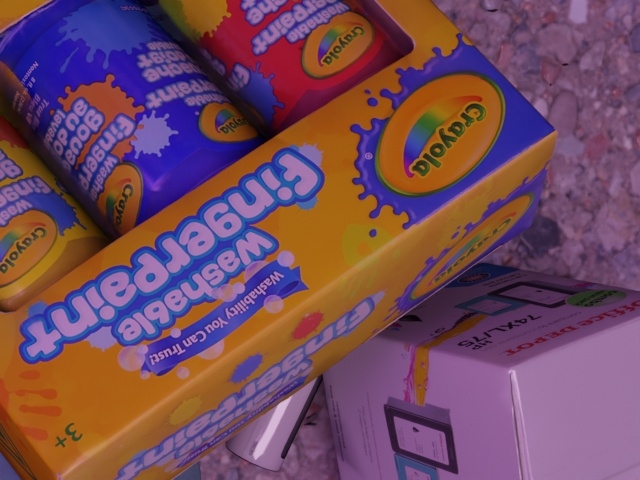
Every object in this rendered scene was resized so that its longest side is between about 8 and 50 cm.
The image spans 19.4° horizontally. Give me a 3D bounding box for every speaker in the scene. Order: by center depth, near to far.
[{"bbox_3d":[-0.032,0.133,1.666,0.055,0.055,0.136,25,92,-19],"label":"speaker"}]

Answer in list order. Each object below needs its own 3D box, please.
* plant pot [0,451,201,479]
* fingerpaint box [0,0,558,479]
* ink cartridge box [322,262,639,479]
[{"bbox_3d":[-0.248,0.197,1.515,0.255,0.272,0.271,-24,107,-32],"label":"plant pot"},{"bbox_3d":[-0.113,-0.056,1.411,0.445,0.163,0.371,-34,69,-18],"label":"fingerpaint box"},{"bbox_3d":[0.162,0.150,1.588,0.198,0.270,0.197,-18,106,-32],"label":"ink cartridge box"}]
